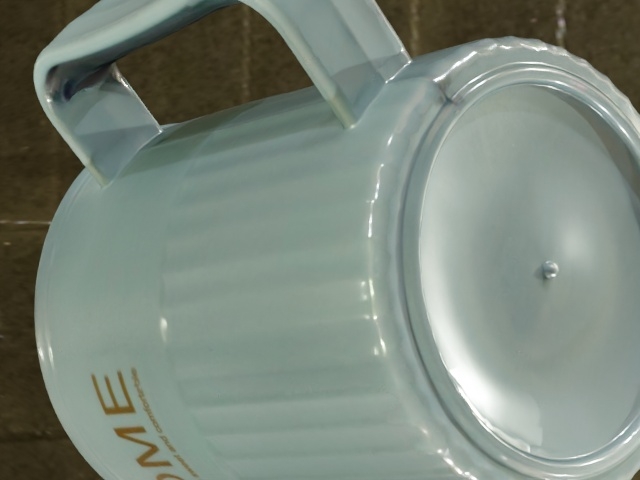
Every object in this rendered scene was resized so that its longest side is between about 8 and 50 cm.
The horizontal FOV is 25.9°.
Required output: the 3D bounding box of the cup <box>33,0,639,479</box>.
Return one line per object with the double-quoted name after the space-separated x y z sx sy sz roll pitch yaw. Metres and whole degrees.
0.016 -0.001 0.803 0.257 0.311 0.331 -14 92 -40 "cup"
